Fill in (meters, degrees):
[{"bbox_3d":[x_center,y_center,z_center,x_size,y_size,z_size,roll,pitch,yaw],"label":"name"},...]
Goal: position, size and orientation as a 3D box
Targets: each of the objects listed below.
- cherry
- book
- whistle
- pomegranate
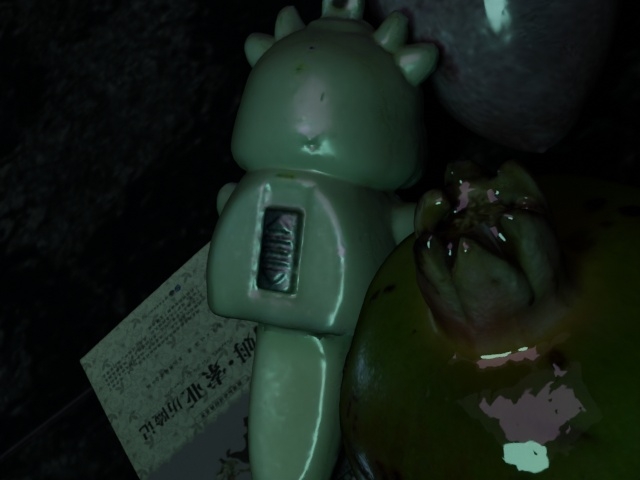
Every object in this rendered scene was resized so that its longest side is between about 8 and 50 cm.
[{"bbox_3d":[0.063,-0.109,0.660,0.188,0.115,0.148,-19,103,31],"label":"cherry"},{"bbox_3d":[-0.045,0.087,0.684,0.127,0.014,0.182,-40,56,8],"label":"book"},{"bbox_3d":[0.000,0.000,0.625,0.110,0.092,0.244,6,93,23],"label":"whistle"},{"bbox_3d":[0.087,0.046,0.512,0.180,0.210,0.180,-10,53,14],"label":"pomegranate"}]
